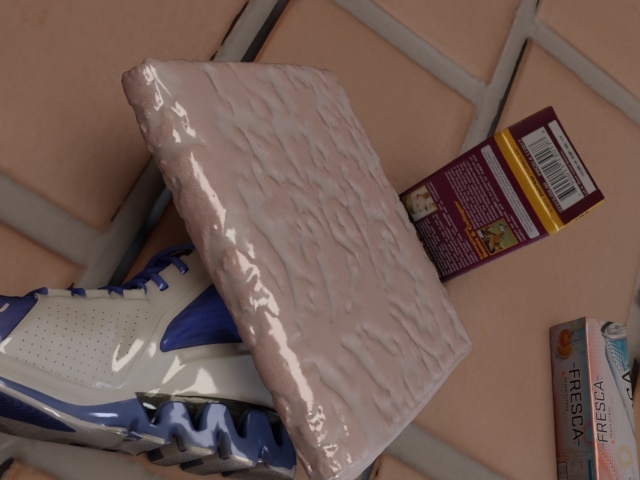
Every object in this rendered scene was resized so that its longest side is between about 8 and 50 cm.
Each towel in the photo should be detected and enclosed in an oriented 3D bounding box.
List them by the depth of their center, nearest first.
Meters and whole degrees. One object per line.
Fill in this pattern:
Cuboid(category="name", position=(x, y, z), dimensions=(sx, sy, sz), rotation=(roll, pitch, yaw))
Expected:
Cuboid(category="towel", position=(0.000, 0.000, 0.721), dimensions=(0.332, 0.053, 0.317), rotation=(63, 27, 3))

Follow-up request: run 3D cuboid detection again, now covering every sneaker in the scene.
Cuboid(category="sneaker", position=(-0.150, 0.070, 0.663), dimensions=(0.315, 0.127, 0.182), rotation=(23, 59, -28))

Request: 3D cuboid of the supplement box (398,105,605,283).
Cuboid(category="supplement box", position=(0.165, -0.038, 0.823), dimensions=(0.080, 0.188, 0.104), rotation=(-27, 87, -34))

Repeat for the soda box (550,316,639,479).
Cuboid(category="soda box", position=(0.291, 0.178, 0.894), dimensions=(0.062, 0.058, 0.183), rotation=(12, 68, -25))
